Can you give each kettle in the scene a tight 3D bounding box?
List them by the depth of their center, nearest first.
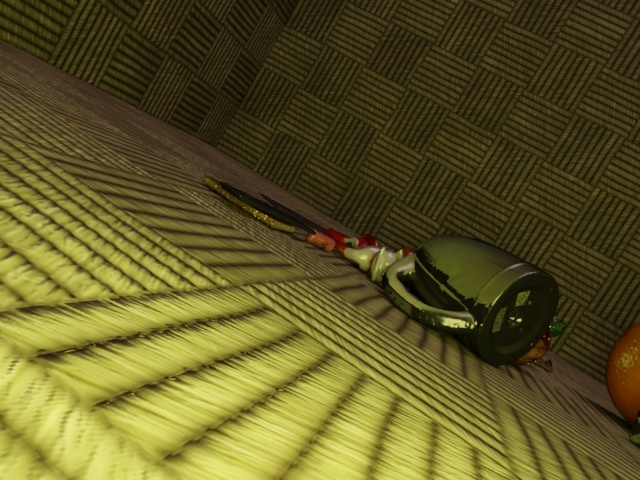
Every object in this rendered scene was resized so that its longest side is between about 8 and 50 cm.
[{"bbox_3d":[0.302,0.110,1.214,0.320,0.229,0.324,-12,29,-25],"label":"kettle"}]

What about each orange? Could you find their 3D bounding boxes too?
[{"bbox_3d":[1.047,0.409,1.515,0.423,0.424,0.326,30,28,-6],"label":"orange"}]

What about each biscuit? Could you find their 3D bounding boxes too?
[{"bbox_3d":[-0.173,-0.085,1.293,0.230,0.025,0.131,33,5,20],"label":"biscuit"}]

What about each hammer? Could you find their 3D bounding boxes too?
[{"bbox_3d":[0.000,0.000,1.405,0.083,0.043,0.043,26,7,-30],"label":"hammer"}]

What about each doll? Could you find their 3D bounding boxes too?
[{"bbox_3d":[0.135,0.037,1.497,0.188,0.099,0.384,8,9,-15],"label":"doll"}]

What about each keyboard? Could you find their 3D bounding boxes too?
[{"bbox_3d":[-0.147,-0.093,1.223,0.103,0.041,0.381,35,0,41],"label":"keyboard"}]

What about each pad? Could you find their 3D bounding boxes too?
[{"bbox_3d":[-0.056,-0.076,2.030,0.367,0.007,0.247,28,6,-29],"label":"pad"}]

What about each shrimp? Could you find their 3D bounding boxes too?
[{"bbox_3d":[0.754,0.398,1.877,0.253,0.058,0.173,20,19,-49],"label":"shrimp"}]

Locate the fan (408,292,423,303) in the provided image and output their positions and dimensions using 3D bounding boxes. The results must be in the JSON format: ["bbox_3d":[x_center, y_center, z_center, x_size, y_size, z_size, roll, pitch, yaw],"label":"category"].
[{"bbox_3d":[0.196,0.122,1.476,0.057,0.023,0.282,30,3,-28],"label":"fan"}]

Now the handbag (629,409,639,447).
[{"bbox_3d":[0.944,0.516,1.204,0.416,0.180,0.316,28,-7,-22],"label":"handbag"}]

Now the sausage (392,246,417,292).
[{"bbox_3d":[0.293,0.098,1.676,0.133,0.133,0.258,34,1,31],"label":"sausage"}]

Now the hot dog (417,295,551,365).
[{"bbox_3d":[0.443,0.178,1.450,0.266,0.174,0.387,7,20,-44],"label":"hot dog"}]

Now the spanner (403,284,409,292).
[{"bbox_3d":[0.193,0.097,1.486,0.054,0.015,0.254,12,13,-11],"label":"spanner"}]

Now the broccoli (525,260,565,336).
[{"bbox_3d":[0.588,0.207,1.655,0.307,0.275,0.308,-3,15,1],"label":"broccoli"}]
